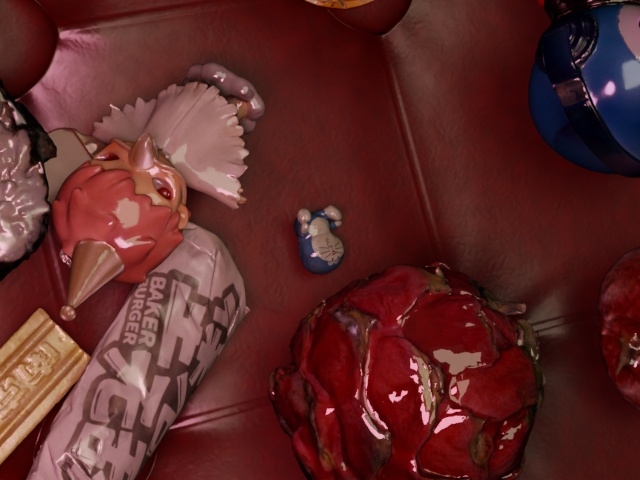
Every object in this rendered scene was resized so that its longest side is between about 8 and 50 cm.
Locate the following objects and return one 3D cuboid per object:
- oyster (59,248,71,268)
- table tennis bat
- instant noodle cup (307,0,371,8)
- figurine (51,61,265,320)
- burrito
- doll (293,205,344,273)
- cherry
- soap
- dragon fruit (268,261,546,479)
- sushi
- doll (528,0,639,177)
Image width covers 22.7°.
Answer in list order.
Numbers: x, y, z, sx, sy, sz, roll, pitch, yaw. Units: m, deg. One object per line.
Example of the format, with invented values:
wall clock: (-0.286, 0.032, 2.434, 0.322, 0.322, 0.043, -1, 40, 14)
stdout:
oyster: (-0.252, 0.004, 1.898, 0.098, 0.037, 0.100, 31, 71, -14)
table tennis bat: (-0.290, -0.102, 1.917, 0.156, 0.013, 0.087, -37, 94, -22)
instant noodle cup: (0.044, -0.420, 2.021, 0.215, 0.172, 0.216, 5, 78, -22)
figurine: (-0.208, -0.061, 1.826, 0.207, 0.166, 0.387, 31, 51, 10)
burrito: (-0.221, 0.183, 1.835, 0.139, 0.101, 0.445, 48, 59, -33)
doll: (0.000, 0.000, 1.996, 0.076, 0.050, 0.083, -13, 84, -42)
cherry: (0.482, 0.110, 2.095, 0.300, 0.203, 0.230, -12, 84, -38)
soap: (-0.375, 0.198, 1.815, 0.092, 0.037, 0.252, 45, 68, -8)
dragon fruit: (0.104, 0.184, 1.872, 0.329, 0.329, 0.329, 4, 79, -22)
sushi: (-0.428, -0.112, 1.777, 0.211, 0.171, 0.350, -27, 91, -22)
doll: (0.388, -0.235, 2.103, 0.284, 0.240, 0.310, 21, 55, -45)
